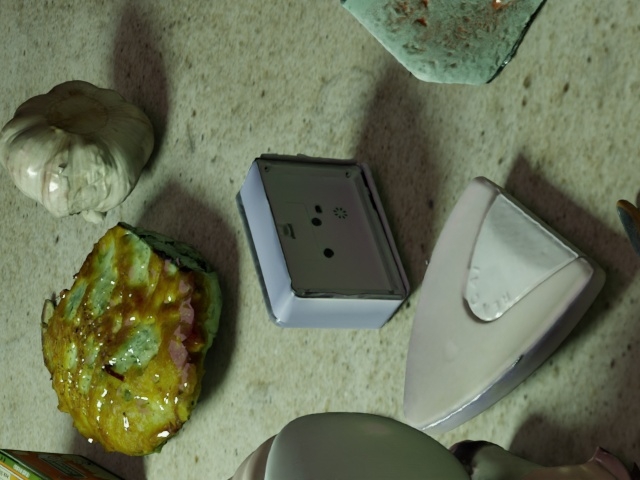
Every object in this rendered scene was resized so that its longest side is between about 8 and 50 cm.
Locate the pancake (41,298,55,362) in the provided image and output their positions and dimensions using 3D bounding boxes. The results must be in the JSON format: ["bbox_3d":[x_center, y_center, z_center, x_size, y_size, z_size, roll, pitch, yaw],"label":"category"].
[{"bbox_3d":[-0.363,0.123,2.169,0.190,0.020,0.184,-52,42,31],"label":"pancake"}]

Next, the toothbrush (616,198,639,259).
[{"bbox_3d":[0.323,0.080,1.246,0.031,0.023,0.321,-48,46,31],"label":"toothbrush"}]

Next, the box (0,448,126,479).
[{"bbox_3d":[-0.357,0.389,1.976,0.195,0.148,0.177,14,93,55],"label":"box"}]

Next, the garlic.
[{"bbox_3d":[-0.342,-0.097,2.082,0.212,0.218,0.218,94,157,-45],"label":"garlic"}]

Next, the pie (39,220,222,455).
[{"bbox_3d":[-0.244,0.136,1.935,0.355,0.103,0.288,27,102,49],"label":"pie"}]

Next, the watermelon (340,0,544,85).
[{"bbox_3d":[0.132,-0.249,1.465,0.320,0.289,0.214,-3,108,40],"label":"watermelon"}]

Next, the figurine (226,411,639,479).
[{"bbox_3d":[0.079,0.252,1.257,0.211,0.361,0.253,-67,32,33],"label":"figurine"}]

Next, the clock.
[{"bbox_3d":[0.001,0.000,1.602,0.073,0.144,0.193,-58,38,44],"label":"clock"}]

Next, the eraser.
[{"bbox_3d":[0.159,0.084,1.436,0.204,0.059,0.243,47,114,48],"label":"eraser"}]
